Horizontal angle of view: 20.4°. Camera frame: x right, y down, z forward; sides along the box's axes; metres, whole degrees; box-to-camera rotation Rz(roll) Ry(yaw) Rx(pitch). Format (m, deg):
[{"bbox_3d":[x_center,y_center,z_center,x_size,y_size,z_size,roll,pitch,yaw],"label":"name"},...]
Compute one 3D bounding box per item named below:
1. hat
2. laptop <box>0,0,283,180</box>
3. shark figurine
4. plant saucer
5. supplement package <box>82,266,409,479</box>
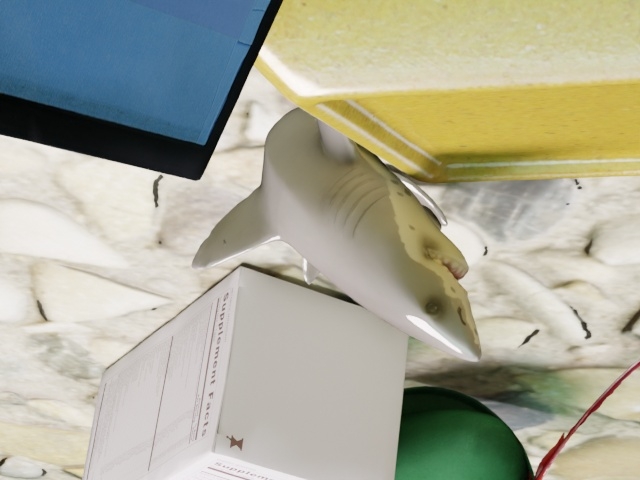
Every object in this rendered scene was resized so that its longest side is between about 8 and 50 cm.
[{"bbox_3d":[0.116,0.158,1.209,0.173,0.208,0.183,20,157,-16],"label":"hat"},{"bbox_3d":[0.001,-0.121,0.419,0.264,0.137,0.234,-12,168,31],"label":"laptop"},{"bbox_3d":[-0.013,-0.017,0.914,0.166,0.116,0.278,50,-177,-12],"label":"shark figurine"},{"bbox_3d":[0.129,-0.079,0.706,0.332,0.081,0.333,-2,175,15],"label":"plant saucer"},{"bbox_3d":[-0.059,0.135,1.241,0.134,0.139,0.244,19,152,-22],"label":"supplement package"}]
